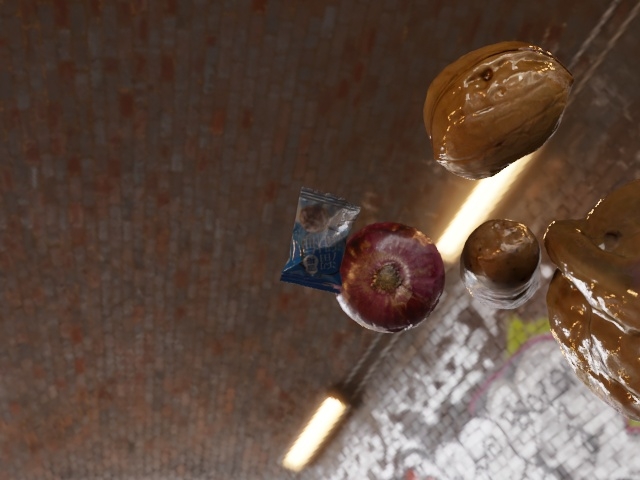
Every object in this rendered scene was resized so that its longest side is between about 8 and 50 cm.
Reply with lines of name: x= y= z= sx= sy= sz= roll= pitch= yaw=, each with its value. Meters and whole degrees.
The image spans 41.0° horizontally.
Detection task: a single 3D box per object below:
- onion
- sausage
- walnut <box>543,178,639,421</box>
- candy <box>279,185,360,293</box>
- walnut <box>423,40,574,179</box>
onion: x=0.107 y=0.058 z=1.350 sx=0.177 sy=0.177 sz=0.153 roll=-28 pitch=-3 yaw=-19
sausage: x=0.317 y=0.053 z=1.487 sx=0.136 sy=0.123 sz=0.501 roll=-59 pitch=-17 yaw=2
walnut: x=0.500 y=0.089 z=1.229 sx=0.383 sy=0.383 sz=0.383 roll=-30 pitch=-25 yaw=-15
candy: x=0.001 y=0.000 z=1.182 sx=0.038 sy=0.088 sz=0.136 roll=-109 pitch=33 yaw=-83
walnut: x=0.202 y=-0.156 z=0.983 sx=0.180 sy=0.144 sz=0.144 roll=-27 pitch=-22 yaw=10
